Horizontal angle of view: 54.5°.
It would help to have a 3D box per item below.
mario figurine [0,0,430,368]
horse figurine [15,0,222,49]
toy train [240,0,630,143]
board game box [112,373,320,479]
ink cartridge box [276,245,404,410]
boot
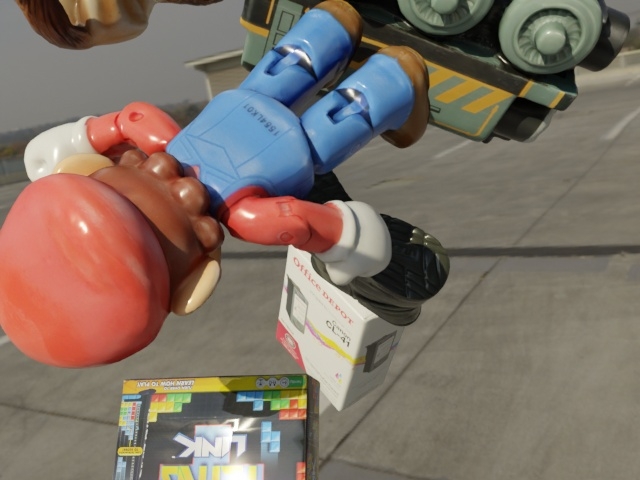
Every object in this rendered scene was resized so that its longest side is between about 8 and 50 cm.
[{"bbox_3d":[-0.074,-0.032,0.443,0.320,0.170,0.198,-40,37,-24],"label":"mario figurine"},{"bbox_3d":[-0.160,-0.230,0.492,0.066,0.174,0.263,8,48,23],"label":"horse figurine"},{"bbox_3d":[0.086,-0.194,0.545,0.334,0.190,0.142,17,51,-8],"label":"toy train"},{"bbox_3d":[-0.088,0.187,0.521,0.170,0.141,0.048,-5,-23,13],"label":"board game box"},{"bbox_3d":[0.035,0.145,1.190,0.131,0.306,0.226,-26,55,-29],"label":"ink cartridge box"},{"bbox_3d":[0.000,0.000,0.599,0.083,0.247,0.161,-52,-7,-17],"label":"boot"}]
